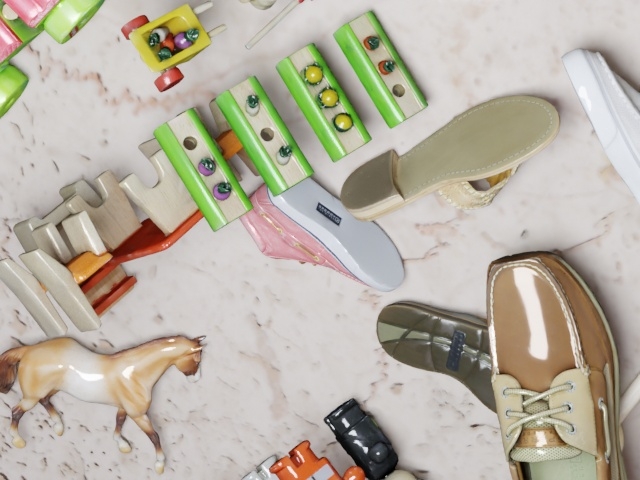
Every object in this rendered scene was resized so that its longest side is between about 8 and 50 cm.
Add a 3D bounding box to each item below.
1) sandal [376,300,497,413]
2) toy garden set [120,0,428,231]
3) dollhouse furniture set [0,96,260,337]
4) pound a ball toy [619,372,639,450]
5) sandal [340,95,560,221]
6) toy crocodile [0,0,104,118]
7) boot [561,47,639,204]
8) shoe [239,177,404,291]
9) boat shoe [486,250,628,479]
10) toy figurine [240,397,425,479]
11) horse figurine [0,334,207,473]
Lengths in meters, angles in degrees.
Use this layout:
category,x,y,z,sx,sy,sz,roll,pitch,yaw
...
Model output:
category,x,y,z,sx,sy,sz,roll,pitch,yaw
sandal,0.164,0.120,1.319,0.219,0.060,0.090,20,111,20
toy garden set,-0.045,-0.157,1.167,0.244,0.049,0.204,-32,91,-17
dollhouse furniture set,-0.189,-0.001,1.255,0.259,0.262,0.135,-13,116,54
pound a ball toy,0.421,0.158,1.227,0.208,0.136,0.319,34,116,-3
sandal,0.140,-0.066,1.243,0.240,0.088,0.079,-21,139,28
toy crocodile,-0.326,-0.207,1.261,0.115,0.105,0.340,45,116,-8
boot,0.333,-0.093,1.171,0.123,0.095,0.258,-30,112,17
shoe,0.000,0.000,1.304,0.178,0.063,0.081,38,139,-18
boat shoe,0.227,0.173,1.207,0.122,0.120,0.324,-12,99,24
toy figurine,-0.009,0.293,1.346,0.209,0.213,0.148,-39,86,24
horse figurine,-0.266,0.170,1.436,0.263,0.066,0.174,11,121,6
